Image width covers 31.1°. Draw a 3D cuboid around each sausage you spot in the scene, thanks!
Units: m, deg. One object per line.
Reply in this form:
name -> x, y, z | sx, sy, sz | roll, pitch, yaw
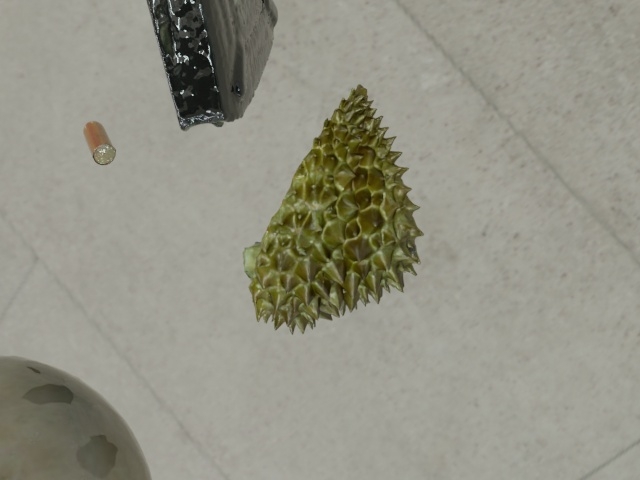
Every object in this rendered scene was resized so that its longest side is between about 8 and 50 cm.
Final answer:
sausage -> -0.289, -0.130, 1.492 | 0.107, 0.031, 0.031 | -129, 34, -58

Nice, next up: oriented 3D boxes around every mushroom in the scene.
mushroom -> -0.345, 0.294, 1.147 | 0.362, 0.362, 0.295 | 35, 139, 18

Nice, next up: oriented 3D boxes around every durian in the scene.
durian -> 0.000, 0.000, 1.174 | 0.306, 0.172, 0.167 | 96, 159, -58

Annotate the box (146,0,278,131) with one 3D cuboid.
box -> -0.137, -0.348, 1.407 | 0.090, 0.359, 0.350 | -4, 122, 11
